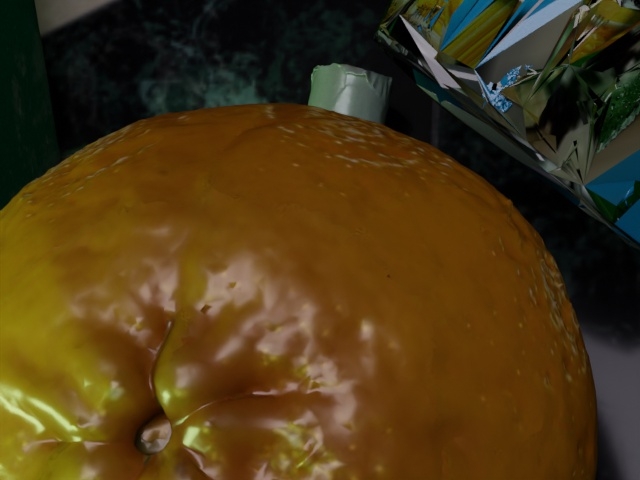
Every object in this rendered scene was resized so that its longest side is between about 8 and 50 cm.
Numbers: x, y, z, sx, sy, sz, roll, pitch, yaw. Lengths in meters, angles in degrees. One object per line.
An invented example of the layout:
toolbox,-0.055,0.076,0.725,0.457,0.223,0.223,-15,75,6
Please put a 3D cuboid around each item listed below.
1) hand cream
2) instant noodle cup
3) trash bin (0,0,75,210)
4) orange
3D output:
hand cream,0.000,0.000,1.100,0.078,0.050,0.205,9,79,11
instant noodle cup,0.150,-0.122,1.023,0.240,0.240,0.178,40,93,22
trash bin,-0.268,-0.183,1.046,0.295,0.259,0.381,-9,109,11
orange,-0.034,0.096,0.926,0.340,0.293,0.341,-1,85,9
